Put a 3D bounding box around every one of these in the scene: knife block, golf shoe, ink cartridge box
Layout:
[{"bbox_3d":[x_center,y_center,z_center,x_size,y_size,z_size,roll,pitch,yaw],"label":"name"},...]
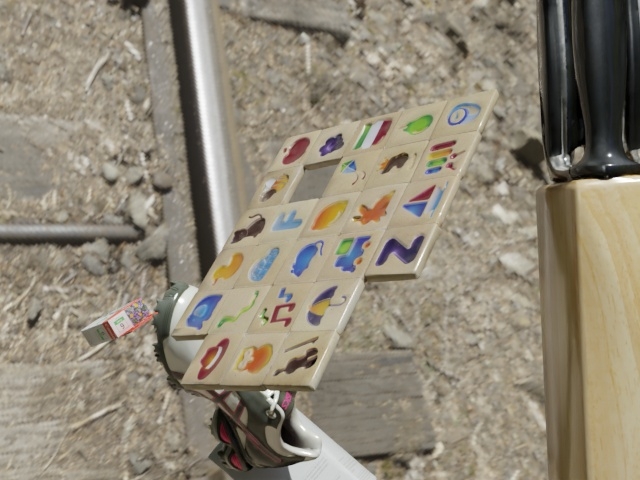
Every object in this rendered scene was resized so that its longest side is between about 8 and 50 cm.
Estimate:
[{"bbox_3d":[0.130,0.016,0.413,0.242,0.088,0.275,42,93,2],"label":"knife block"},{"bbox_3d":[-0.088,0.149,1.089,0.272,0.120,0.105,63,39,-34],"label":"golf shoe"},{"bbox_3d":[-0.261,0.105,1.287,0.063,0.115,0.029,-37,100,-42],"label":"ink cartridge box"}]

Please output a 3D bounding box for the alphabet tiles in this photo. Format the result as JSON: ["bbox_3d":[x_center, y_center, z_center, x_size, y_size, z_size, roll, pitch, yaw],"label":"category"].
[{"bbox_3d":[0.000,0.000,0.650,0.009,0.198,0.237,49,53,-31],"label":"alphabet tiles"}]

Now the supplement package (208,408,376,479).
[{"bbox_3d":[-0.033,0.287,1.235,0.179,0.105,0.105,40,92,11],"label":"supplement package"}]
